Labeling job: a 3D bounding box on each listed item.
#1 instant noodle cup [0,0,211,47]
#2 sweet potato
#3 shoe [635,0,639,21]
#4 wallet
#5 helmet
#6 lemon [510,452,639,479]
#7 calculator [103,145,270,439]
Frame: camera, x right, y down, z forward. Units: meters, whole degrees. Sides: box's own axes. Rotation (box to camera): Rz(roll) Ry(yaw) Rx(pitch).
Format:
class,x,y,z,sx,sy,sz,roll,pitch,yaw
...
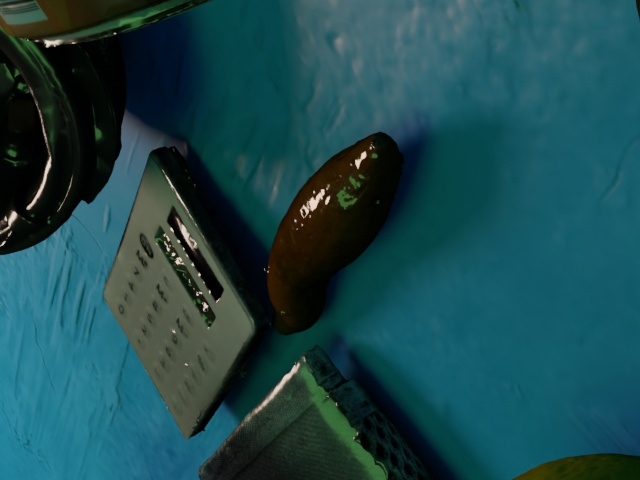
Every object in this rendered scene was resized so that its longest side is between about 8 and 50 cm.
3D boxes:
class,x,y,z,sx,sy,sz,roll,pitch,yaw
instant noodle cup,-0.079,-0.224,0.534,0.296,0.296,0.214,10,134,52
sweet potato,0.000,-0.001,0.825,0.057,0.057,0.264,52,153,9
shoe,0.221,-0.041,0.427,0.275,0.103,0.098,42,128,25
wallet,0.058,0.257,0.962,0.342,0.075,0.237,53,143,12
helmet,-0.234,-0.123,0.940,0.279,0.160,0.230,-19,115,34
lemon,0.148,0.197,0.670,0.203,0.178,0.178,32,141,33
calculator,-0.109,0.049,1.031,0.161,0.021,0.262,58,153,16
